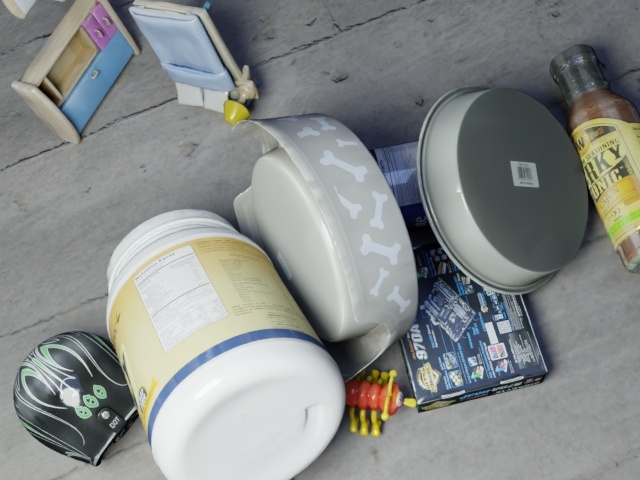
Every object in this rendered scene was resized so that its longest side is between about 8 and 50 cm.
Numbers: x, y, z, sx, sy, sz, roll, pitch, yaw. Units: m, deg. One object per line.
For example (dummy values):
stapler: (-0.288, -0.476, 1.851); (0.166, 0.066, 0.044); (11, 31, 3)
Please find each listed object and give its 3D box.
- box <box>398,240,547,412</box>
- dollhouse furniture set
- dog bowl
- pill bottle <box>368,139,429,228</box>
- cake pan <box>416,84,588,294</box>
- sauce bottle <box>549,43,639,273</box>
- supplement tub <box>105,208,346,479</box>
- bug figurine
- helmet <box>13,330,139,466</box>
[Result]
box: (0.187, 0.104, 1.146); (0.175, 0.051, 0.220); (-14, 65, -1)
dollhouse furniture set: (-0.278, -0.261, 1.229); (0.303, 0.286, 0.198); (17, 68, 25)
dog bowl: (0.000, 0.000, 1.065); (0.102, 0.349, 0.349); (-21, 65, -19)
pill bottle: (0.113, -0.075, 1.196); (0.219, 0.123, 0.123); (-11, 65, 1)
cake pan: (0.254, -0.076, 1.125); (0.293, 0.054, 0.293); (10, 71, -33)
sauce bottle: (0.417, -0.123, 1.199); (0.111, 0.111, 0.345); (-15, 63, -2)
supplement tub: (-0.130, 0.126, 1.030); (0.228, 0.228, 0.316); (-29, 44, -8)
bug figurine: (0.004, 0.284, 1.060); (0.216, 0.072, 0.279); (2, 66, 14)
helmet: (-0.317, 0.197, 1.102); (0.161, 0.169, 0.169); (37, 73, 2)
